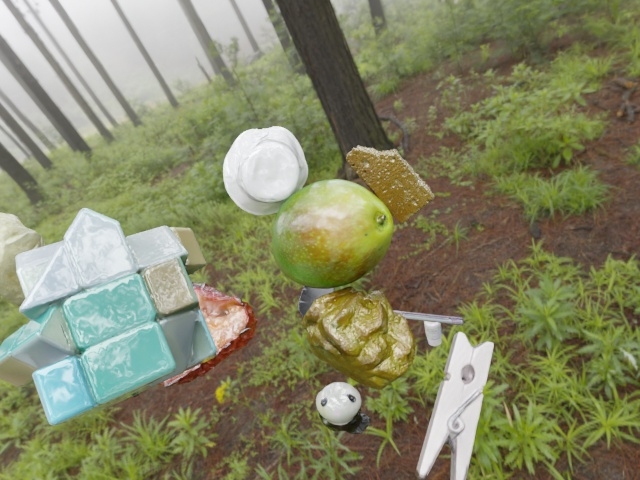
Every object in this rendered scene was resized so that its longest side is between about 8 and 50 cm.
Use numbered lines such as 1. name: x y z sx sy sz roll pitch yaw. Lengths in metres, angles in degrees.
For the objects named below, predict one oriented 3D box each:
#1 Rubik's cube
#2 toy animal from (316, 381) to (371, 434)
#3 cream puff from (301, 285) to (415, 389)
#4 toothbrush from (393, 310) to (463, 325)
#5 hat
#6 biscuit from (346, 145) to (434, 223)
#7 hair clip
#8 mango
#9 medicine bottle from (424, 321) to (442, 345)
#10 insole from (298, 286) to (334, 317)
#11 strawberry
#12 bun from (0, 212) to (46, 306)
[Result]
1. Rubik's cube: -0.262 0.091 0.580 0.265 0.213 0.224 -23 -9 -19
2. toy animal: 0.070 0.528 1.485 0.166 0.179 0.138 -13 38 -1
3. cream puff: 0.080 0.201 0.967 0.196 0.244 0.244 -29 31 -29
4. toothbrush: 0.233 0.214 1.352 0.353 0.024 0.029 3 26 21
5. hat: -0.109 -0.143 0.982 0.203 0.203 0.126 -31 18 -5
6. biscuit: 0.174 -0.164 1.181 0.026 0.237 0.131 -32 -9 -47
7. hair clip: 0.301 0.375 1.032 0.101 0.085 0.331 15 73 14
8. mango: 0.000 0.000 0.972 0.382 0.225 0.201 150 124 -62
9. medicine bottle: 0.364 0.292 1.491 0.052 0.089 0.052 -11 25 5
10. insole: 0.026 0.063 1.306 0.119 0.009 0.348 22 68 -3
11. strawberry: -0.285 0.210 1.121 0.280 0.150 0.253 -33 54 2
12. bun: -0.625 0.026 0.929 0.134 0.220 0.220 -47 39 -17
